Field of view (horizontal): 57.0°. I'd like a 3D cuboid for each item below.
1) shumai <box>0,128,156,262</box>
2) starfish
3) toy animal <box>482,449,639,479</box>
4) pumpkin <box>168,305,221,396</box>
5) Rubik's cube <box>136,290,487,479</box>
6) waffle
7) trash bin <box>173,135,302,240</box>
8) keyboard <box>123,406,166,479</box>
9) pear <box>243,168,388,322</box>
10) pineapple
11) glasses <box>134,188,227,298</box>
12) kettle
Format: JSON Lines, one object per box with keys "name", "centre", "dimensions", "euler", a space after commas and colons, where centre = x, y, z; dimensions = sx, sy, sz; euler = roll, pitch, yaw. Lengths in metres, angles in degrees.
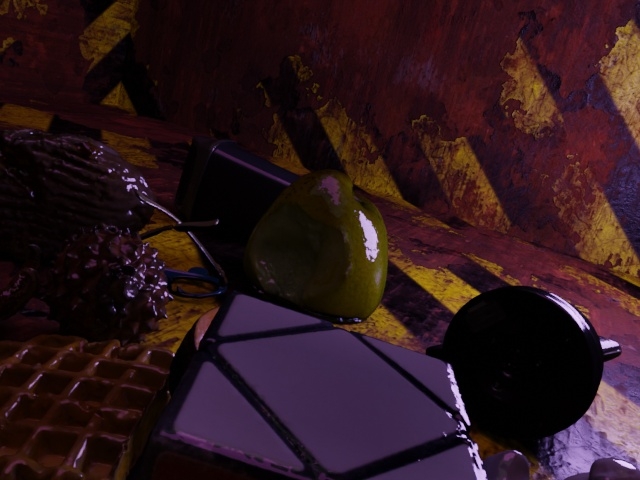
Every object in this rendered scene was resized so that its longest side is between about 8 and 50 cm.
{"name": "shumai", "centre": [-0.475, -0.104, 1.052], "dimensions": [0.346, 0.217, 0.283], "euler": [4, 18, -19]}
{"name": "starfish", "centre": [-0.404, 0.060, 0.717], "dimensions": [0.190, 0.074, 0.146], "euler": [-7, 15, 15]}
{"name": "toy animal", "centre": [0.202, 0.258, 0.474], "dimensions": [0.193, 0.178, 0.127], "euler": [7, 15, -34]}
{"name": "pumpkin", "centre": [-0.091, 0.173, 0.621], "dimensions": [0.183, 0.107, 0.119], "euler": [48, 18, 1]}
{"name": "Rubik's cube", "centre": [-0.019, 0.188, 0.429], "dimensions": [0.207, 0.205, 0.205], "euler": [17, 18, -2]}
{"name": "waffle", "centre": [-0.274, 0.162, 0.573], "dimensions": [0.219, 0.057, 0.229], "euler": [10, 18, 2]}
{"name": "trash bin", "centre": [-0.196, -0.115, 1.399], "dimensions": [0.290, 0.209, 0.182], "euler": [23, 15, 8]}
{"name": "keyboard", "centre": [-0.181, 0.206, 0.605], "dimensions": [0.060, 0.018, 0.195], "euler": [2, 19, -20]}
{"name": "pear", "centre": [0.000, 0.000, 1.097], "dimensions": [0.292, 0.292, 0.159], "euler": [21, 7, 20]}
{"name": "pineapple", "centre": [-0.259, 0.058, 0.727], "dimensions": [0.166, 0.166, 0.193], "euler": [6, -7, -30]}
{"name": "glasses", "centre": [-0.258, 0.023, 0.947], "dimensions": [0.239, 0.207, 0.102], "euler": [6, 52, -17]}
{"name": "kettle", "centre": [0.317, 0.185, 0.903], "dimensions": [0.271, 0.251, 0.207], "euler": [6, 46, -54]}
